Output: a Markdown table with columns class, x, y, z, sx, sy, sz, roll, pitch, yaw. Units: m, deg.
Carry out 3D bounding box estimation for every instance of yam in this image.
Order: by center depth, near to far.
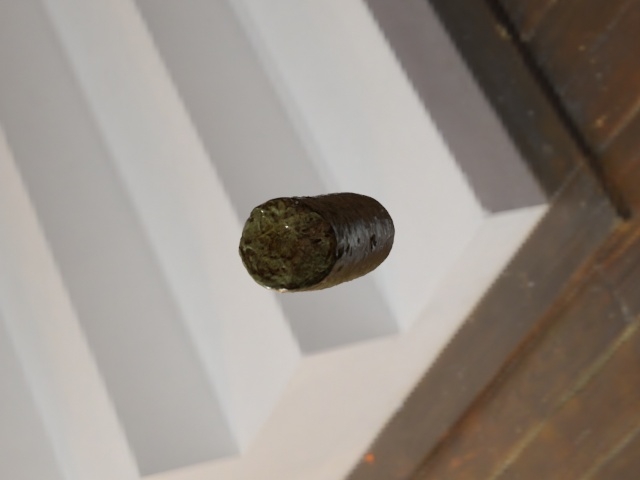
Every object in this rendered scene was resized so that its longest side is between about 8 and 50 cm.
| class | x | y | z | sx | sy | sz | roll | pitch | yaw |
| --- | --- | --- | --- | --- | --- | --- | --- | --- | --- |
| yam | 0.000 | 0.000 | 0.649 | 0.043 | 0.094 | 0.043 | 1 | 94 | 18 |
